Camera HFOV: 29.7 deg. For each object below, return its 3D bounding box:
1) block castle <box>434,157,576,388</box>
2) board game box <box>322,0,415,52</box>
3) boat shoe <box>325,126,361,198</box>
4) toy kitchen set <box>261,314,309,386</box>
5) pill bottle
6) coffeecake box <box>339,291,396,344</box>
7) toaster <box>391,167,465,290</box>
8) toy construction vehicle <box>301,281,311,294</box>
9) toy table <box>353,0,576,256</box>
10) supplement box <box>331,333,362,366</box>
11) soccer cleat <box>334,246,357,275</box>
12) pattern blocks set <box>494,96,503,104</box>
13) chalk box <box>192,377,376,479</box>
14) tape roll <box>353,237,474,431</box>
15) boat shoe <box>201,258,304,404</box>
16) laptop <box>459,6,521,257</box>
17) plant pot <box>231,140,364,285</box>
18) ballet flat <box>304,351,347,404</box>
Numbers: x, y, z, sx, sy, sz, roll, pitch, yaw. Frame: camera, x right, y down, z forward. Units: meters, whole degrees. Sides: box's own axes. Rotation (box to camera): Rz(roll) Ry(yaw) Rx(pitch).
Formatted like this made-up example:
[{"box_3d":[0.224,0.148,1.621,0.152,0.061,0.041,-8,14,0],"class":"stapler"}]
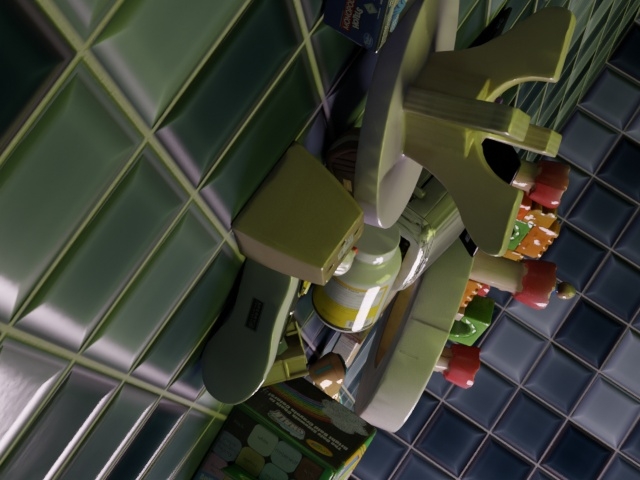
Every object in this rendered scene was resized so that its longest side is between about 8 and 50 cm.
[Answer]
[{"box_3d":[0.320,0.060,2.250,0.453,0.213,0.303,116,-10,-59],"class":"block castle"},{"box_3d":[0.089,-0.285,0.992,0.194,0.060,0.194,-52,168,-28],"class":"board game box"},{"box_3d":[0.045,-0.100,1.354,0.190,0.068,0.072,108,3,-76],"class":"boat shoe"},{"box_3d":[-0.063,0.146,1.666,0.083,0.075,0.068,-117,-167,-66],"class":"toy kitchen set"},{"box_3d":[0.052,0.040,1.640,0.103,0.103,0.184,-49,167,-34],"class":"pill bottle"},{"box_3d":[0.082,0.067,1.927,0.142,0.068,0.185,-54,169,-21],"class":"coffeecake box"},{"box_3d":[0.127,-0.029,1.713,0.146,0.129,0.227,-44,166,-32],"class":"toaster"},{"box_3d":[-0.040,0.062,1.513,0.098,0.035,0.086,63,50,-80],"class":"toy construction vehicle"},{"box_3d":[0.148,-0.130,1.224,0.252,0.161,0.274,-23,128,-65],"class":"toy table"},{"box_3d":[0.049,0.202,2.251,0.062,0.036,0.098,-38,159,-57],"class":"supplement box"},{"box_3d":[0.000,0.000,1.432,0.076,0.068,0.196,-38,163,-14],"class":"soccer cleat"},{"box_3d":[0.213,-0.113,2.071,0.325,0.026,0.285,-57,170,10],"class":"pattern blocks set"},{"box_3d":[-0.067,0.339,1.794,0.179,0.180,0.289,-60,167,16],"class":"chalk box"},{"box_3d":[0.157,0.127,1.997,0.392,0.072,0.392,-158,-90,-88],"class":"tape roll"},{"box_3d":[-0.067,0.084,1.352,0.076,0.080,0.228,-37,150,-56],"class":"boat shoe"},{"box_3d":[0.247,-0.158,1.760,0.264,0.137,0.234,-56,171,-35],"class":"laptop"},{"box_3d":[-0.015,-0.016,1.216,0.109,0.096,0.109,-53,168,-12],"class":"plant pot"},{"box_3d":[-0.001,0.262,2.176,0.073,0.080,0.232,-23,156,-14],"class":"ballet flat"}]
